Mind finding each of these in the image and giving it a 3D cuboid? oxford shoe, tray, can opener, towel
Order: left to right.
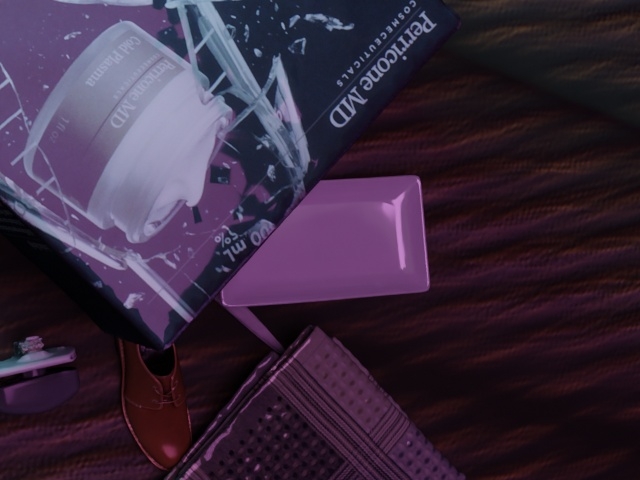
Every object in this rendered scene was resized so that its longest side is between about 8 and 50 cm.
[{"bbox_3d":[-0.399,0.162,1.781,0.280,0.074,0.093,-8,98,-21],"label":"can opener"},{"bbox_3d":[-0.189,0.174,1.867,0.076,0.076,0.212,-20,106,-23],"label":"oxford shoe"},{"bbox_3d":[-0.017,0.300,1.955,0.312,0.056,0.324,-47,116,-10],"label":"towel"},{"bbox_3d":[0.000,0.000,1.947,0.270,0.030,0.145,-4,89,-22],"label":"tray"}]

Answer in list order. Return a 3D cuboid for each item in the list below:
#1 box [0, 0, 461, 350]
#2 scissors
[{"bbox_3d":[-0.206,-0.221,1.701,0.472,0.297,0.480,45,78,-17],"label":"box"},{"bbox_3d":[-0.138,0.031,1.904,0.297,0.021,0.109,28,84,-21],"label":"scissors"}]
